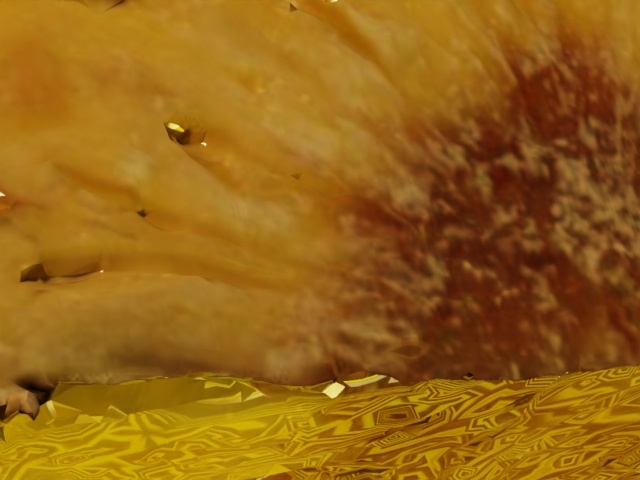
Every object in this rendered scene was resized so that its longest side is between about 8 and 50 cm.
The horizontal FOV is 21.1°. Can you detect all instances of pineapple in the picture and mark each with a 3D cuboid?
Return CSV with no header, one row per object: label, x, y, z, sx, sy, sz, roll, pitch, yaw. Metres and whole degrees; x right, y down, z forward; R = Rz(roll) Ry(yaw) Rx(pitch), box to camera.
pineapple,-0.001,0.002,0.496,0.286,0.344,0.209,125,-44,-57
